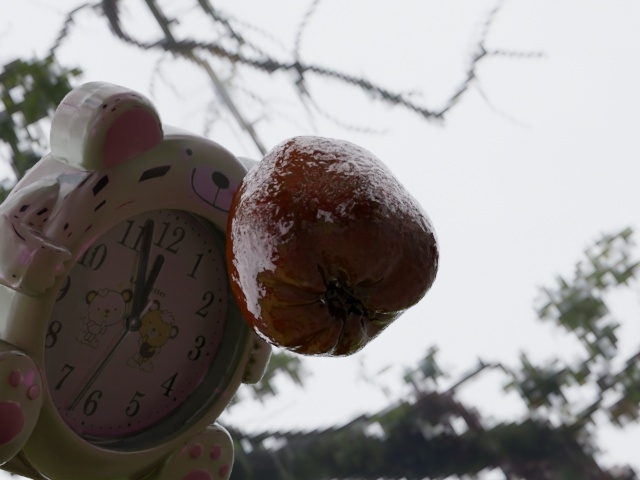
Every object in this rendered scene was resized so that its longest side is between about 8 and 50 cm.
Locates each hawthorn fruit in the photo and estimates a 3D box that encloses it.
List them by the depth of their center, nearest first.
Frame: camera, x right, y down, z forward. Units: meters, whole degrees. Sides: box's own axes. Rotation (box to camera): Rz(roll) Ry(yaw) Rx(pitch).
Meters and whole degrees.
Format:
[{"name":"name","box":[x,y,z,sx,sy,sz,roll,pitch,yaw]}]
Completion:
[{"name":"hawthorn fruit","box":[0.000,0.000,1.141,0.133,0.138,0.133,-6,-51,-8]}]

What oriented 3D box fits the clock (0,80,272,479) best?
[{"name":"clock","box":[-0.155,0.052,1.430,0.284,0.114,0.309,27,-95,-42]}]
